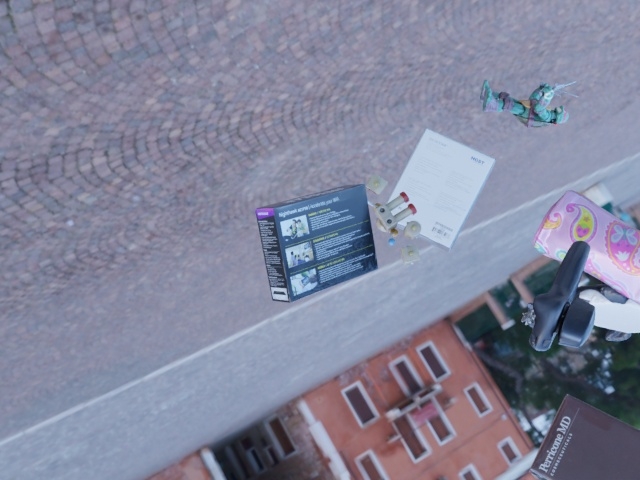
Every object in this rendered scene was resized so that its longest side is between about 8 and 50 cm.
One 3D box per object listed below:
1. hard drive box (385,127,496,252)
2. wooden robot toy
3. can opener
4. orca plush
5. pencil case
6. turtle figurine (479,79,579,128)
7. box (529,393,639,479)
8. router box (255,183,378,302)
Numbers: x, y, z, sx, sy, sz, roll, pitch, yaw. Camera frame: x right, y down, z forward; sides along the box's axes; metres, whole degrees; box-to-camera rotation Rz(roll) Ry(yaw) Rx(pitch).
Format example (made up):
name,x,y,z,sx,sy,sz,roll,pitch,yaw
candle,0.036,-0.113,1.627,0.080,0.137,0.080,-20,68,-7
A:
name,x,y,z,sx,sy,sz,roll,pitch,yaw
hard drive box,0.273,-0.116,1.594,0.232,0.181,0.089,-62,167,-3
wooden robot toy,0.133,-0.035,1.233,0.076,0.173,0.079,-29,168,-8
can opener,0.291,0.066,0.820,0.186,0.073,0.059,-50,160,-47
orca plush,0.608,0.136,1.485,0.287,0.151,0.102,-16,-152,45
pencil case,0.472,0.035,1.049,0.124,0.284,0.124,-45,157,-26
turtle figurine,0.496,-0.320,1.596,0.234,0.118,0.175,8,-168,2
box,0.666,0.507,1.463,0.191,0.382,0.143,-60,155,-11
router box,0.000,0.000,0.980,0.179,0.133,0.046,-17,-168,-40
